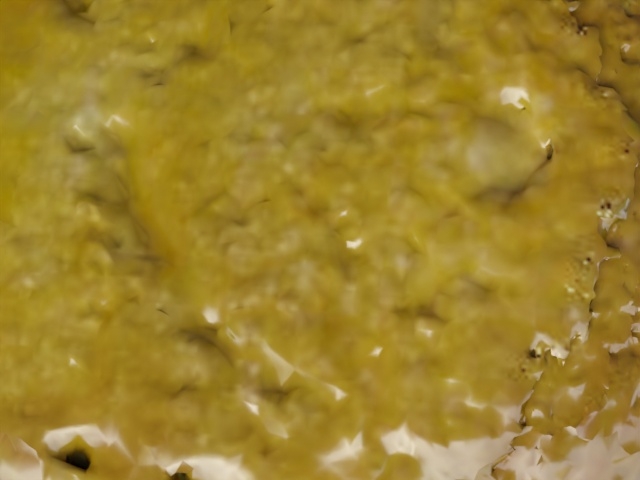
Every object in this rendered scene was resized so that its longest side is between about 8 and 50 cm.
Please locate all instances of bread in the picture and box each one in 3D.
[{"bbox_3d":[0.000,-0.003,0.481,0.240,0.240,0.139,3,164,18],"label":"bread"}]
